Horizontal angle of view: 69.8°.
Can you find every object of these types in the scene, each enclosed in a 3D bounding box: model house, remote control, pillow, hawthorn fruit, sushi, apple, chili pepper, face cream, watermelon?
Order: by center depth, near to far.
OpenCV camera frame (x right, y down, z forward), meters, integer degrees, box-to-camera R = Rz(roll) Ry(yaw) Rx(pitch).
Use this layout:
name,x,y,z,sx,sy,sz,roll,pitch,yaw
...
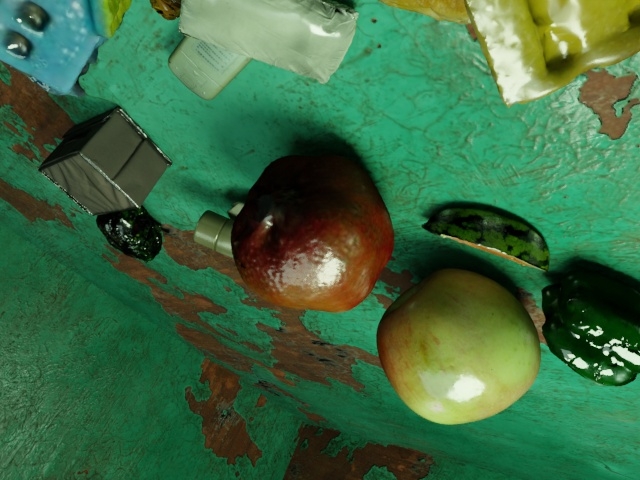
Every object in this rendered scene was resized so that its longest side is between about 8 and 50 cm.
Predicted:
name,x,y,z,sx,sy,sz,roll,pitch,yaw
model house,-0.298,-0.357,0.517,0.215,0.237,0.303,28,146,-34
pillow,-0.069,-0.287,0.602,0.229,0.051,0.128,14,147,-19
remote control,-0.157,-0.305,0.716,0.098,0.038,0.233,40,147,-24
chili pepper,0.520,0.165,0.810,0.261,0.174,0.165,29,126,-2
watermelon,0.307,0.000,0.824,0.245,0.063,0.119,18,168,5
hawthorn fruit,-0.001,-0.013,0.831,0.311,0.295,0.295,5,170,-43
apple,0.267,0.204,0.936,0.277,0.319,0.319,59,147,1
face cream,-0.124,0.032,1.068,0.341,0.084,0.137,24,157,0
sushi,-0.570,-0.026,1.397,0.127,0.124,0.225,15,148,19

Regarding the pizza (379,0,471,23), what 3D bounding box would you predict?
name,x,y,z,sx,sy,sz,roll,pitch,yaw
pizza,0.044,-0.343,0.460,0.365,0.074,0.182,29,153,1

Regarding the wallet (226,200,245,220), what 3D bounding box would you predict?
name,x,y,z,sx,sy,sz,roll,pitch,yaw
wallet,-0.074,0.006,1.115,0.335,0.068,0.275,14,151,23

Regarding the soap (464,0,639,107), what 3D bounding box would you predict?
name,x,y,z,sx,sy,sz,roll,pitch,yaw
soap,0.207,-0.280,0.329,0.259,0.143,0.281,-22,127,21

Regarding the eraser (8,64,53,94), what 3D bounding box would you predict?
name,x,y,z,sx,sy,sz,roll,pitch,yaw
eraser,-0.628,-0.433,0.848,0.352,0.077,0.111,39,146,-20

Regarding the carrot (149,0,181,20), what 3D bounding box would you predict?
name,x,y,z,sx,sy,sz,roll,pitch,yaw
carrot,-0.151,-0.361,0.593,0.229,0.069,0.069,-11,134,45

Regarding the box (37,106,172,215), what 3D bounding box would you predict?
name,x,y,z,sx,sy,sz,roll,pitch,yaw
box,-0.513,-0.176,1.088,0.252,0.153,0.188,-2,141,38
